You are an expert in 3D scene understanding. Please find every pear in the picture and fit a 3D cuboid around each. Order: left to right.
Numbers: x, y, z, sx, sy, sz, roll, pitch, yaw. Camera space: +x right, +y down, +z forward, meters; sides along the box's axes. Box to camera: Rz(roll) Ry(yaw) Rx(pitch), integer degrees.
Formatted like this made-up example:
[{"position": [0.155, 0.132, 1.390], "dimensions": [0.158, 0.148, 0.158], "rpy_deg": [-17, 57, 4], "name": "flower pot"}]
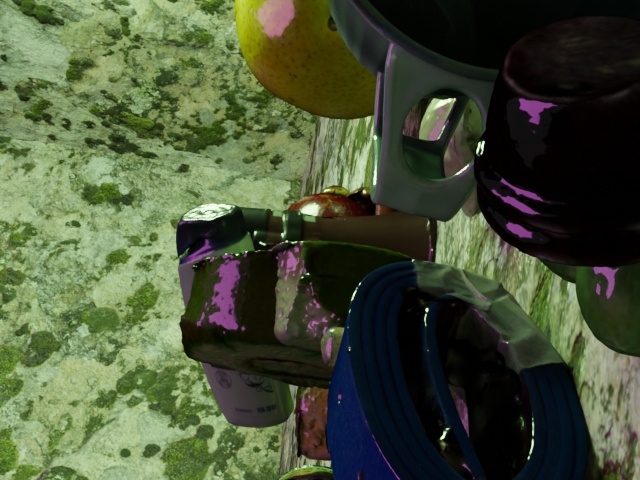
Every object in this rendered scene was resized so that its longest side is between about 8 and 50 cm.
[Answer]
[{"position": [0.025, -0.391, 1.845], "dimensions": [0.418, 0.363, 0.362], "rpy_deg": [-137, 56, -79], "name": "pear"}]

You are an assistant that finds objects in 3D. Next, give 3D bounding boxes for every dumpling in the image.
[{"position": [0.177, -0.118, 1.251], "dimensions": [0.136, 0.118, 0.199], "rpy_deg": [-90, -11, -64], "name": "dumpling"}]

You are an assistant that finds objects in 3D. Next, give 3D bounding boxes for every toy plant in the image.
[{"position": [0.200, -0.035, 0.737], "dimensions": [0.218, 0.176, 0.235], "rpy_deg": [-101, -6, -55], "name": "toy plant"}]

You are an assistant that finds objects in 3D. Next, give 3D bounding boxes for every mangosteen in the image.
[{"position": [0.036, -0.016, 2.070], "dimensions": [0.257, 0.215, 0.215], "rpy_deg": [-47, -5, -18], "name": "mangosteen"}]

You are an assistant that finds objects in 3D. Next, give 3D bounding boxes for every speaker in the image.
[{"position": [0.014, -0.015, 1.684], "dimensions": [0.259, 0.330, 0.198], "rpy_deg": [-79, 2, -51], "name": "speaker"}]

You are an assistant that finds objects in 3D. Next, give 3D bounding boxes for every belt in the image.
[{"position": [0.118, 0.160, 0.941], "dimensions": [0.347, 0.213, 0.117], "rpy_deg": [-98, 16, -55], "name": "belt"}]

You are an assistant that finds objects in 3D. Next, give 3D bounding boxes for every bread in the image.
[{"position": [-0.004, 0.111, 1.371], "dimensions": [0.382, 0.366, 0.129], "rpy_deg": [88, -171, -71], "name": "bread"}, {"position": [0.045, 0.262, 1.649], "dimensions": [0.197, 0.171, 0.197], "rpy_deg": [-4, -90, -84], "name": "bread"}]

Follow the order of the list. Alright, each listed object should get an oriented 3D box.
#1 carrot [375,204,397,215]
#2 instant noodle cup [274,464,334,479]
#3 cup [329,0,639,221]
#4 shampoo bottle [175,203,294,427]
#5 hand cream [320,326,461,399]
[{"position": [0.124, -0.048, 1.939], "dimensions": [0.047, 0.047, 0.191], "rpy_deg": [180, 94, -84], "name": "carrot"}, {"position": [-0.014, 0.474, 1.607], "dimensions": [0.312, 0.284, 0.284], "rpy_deg": [-10, -72, -89], "name": "instant noodle cup"}, {"position": [0.113, -0.244, 0.936], "dimensions": [0.401, 0.310, 0.392], "rpy_deg": [-47, 2, -1], "name": "cup"}, {"position": [-0.141, 0.119, 1.590], "dimensions": [0.078, 0.134, 0.359], "rpy_deg": [-53, -45, -56], "name": "shampoo bottle"}, {"position": [0.100, 0.129, 1.169], "dimensions": [0.084, 0.203, 0.084], "rpy_deg": [-170, 90, -85], "name": "hand cream"}]
